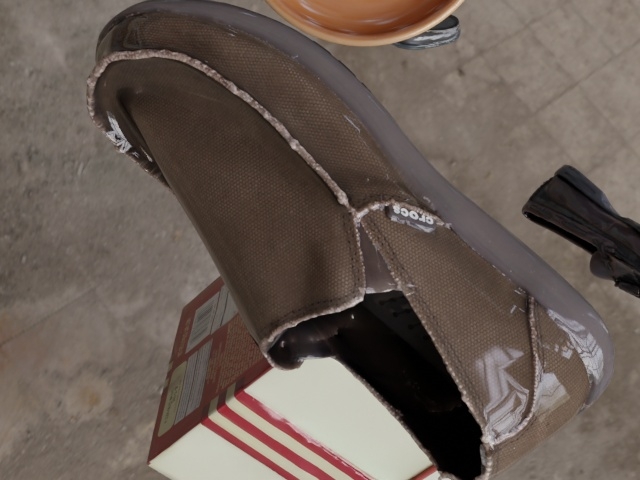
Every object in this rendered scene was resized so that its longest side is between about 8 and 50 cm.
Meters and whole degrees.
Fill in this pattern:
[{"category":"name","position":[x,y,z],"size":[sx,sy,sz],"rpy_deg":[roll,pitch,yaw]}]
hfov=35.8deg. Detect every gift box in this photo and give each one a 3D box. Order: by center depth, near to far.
[{"category":"gift box","position":[0.004,0.148,0.963],"size":[0.258,0.276,0.255],"rpy_deg":[37,35,-22]}]

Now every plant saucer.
[{"category":"plant saucer","position":[0.034,-0.246,0.752],"size":[0.200,0.037,0.200],"rpy_deg":[0,93,3]}]

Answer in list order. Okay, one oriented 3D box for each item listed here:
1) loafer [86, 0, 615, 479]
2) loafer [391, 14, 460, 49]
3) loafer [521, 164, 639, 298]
[{"category":"loafer","position":[0.000,0.000,0.564],"size":[0.366,0.134,0.130],"rpy_deg":[37,53,6]},{"category":"loafer","position":[0.092,-0.279,1.227],"size":[0.170,0.061,0.062],"rpy_deg":[5,46,0]},{"category":"loafer","position":[0.378,0.015,1.308],"size":[0.095,0.109,0.302],"rpy_deg":[-35,43,1]}]
